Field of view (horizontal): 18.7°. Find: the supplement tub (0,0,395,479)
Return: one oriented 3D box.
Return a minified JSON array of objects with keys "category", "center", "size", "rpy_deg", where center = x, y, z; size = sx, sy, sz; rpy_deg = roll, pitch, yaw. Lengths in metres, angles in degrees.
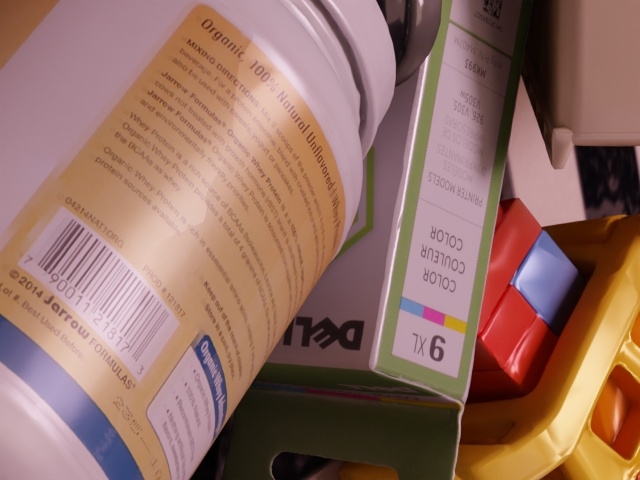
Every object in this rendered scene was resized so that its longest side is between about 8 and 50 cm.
[{"category":"supplement tub","center":[-0.076,-0.003,0.559],"size":[0.199,0.144,0.144],"rpy_deg":[-56,132,-33]}]

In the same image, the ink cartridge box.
[{"category":"ink cartridge box","center":[0.000,0.000,0.683],"size":[0.062,0.109,0.209],"rpy_deg":[21,76,-50]}]

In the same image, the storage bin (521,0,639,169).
[{"category":"storage bin","center":[0.138,-0.180,0.730],"size":[0.260,0.123,0.262],"rpy_deg":[-83,171,-73]}]

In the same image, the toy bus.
[{"category":"toy bus","center":[0.084,0.088,0.781],"size":[0.211,0.149,0.220],"rpy_deg":[46,59,-27]}]

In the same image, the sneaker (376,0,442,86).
[{"category":"sneaker","center":[-0.049,-0.142,0.609],"size":[0.130,0.087,0.227],"rpy_deg":[-22,89,-41]}]
